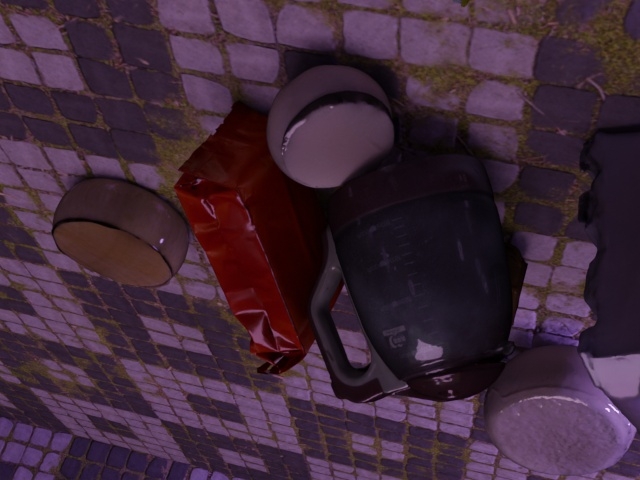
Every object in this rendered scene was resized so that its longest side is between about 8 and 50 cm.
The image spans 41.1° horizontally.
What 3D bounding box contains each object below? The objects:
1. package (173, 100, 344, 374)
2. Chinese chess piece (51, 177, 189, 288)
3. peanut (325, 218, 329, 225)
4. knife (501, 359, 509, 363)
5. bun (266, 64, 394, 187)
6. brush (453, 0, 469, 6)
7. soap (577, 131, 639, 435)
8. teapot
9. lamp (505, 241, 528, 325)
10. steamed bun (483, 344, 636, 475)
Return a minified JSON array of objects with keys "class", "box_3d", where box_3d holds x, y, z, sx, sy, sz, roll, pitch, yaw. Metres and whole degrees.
[{"class":"package","box_3d":[-0.075,0.013,1.297,0.123,0.196,0.424,2,128,28]},{"class":"Chinese chess piece","box_3d":[-0.377,-0.010,1.616,0.257,0.104,0.257,14,150,8]},{"class":"peanut","box_3d":[0.000,0.000,1.441,0.214,0.099,0.099,17,151,11]},{"class":"knife","box_3d":[0.386,0.270,1.743,0.265,0.041,0.073,12,139,10]},{"class":"bun","box_3d":[0.006,-0.160,1.135,0.172,0.120,0.173,-13,139,-12]},{"class":"brush","box_3d":[0.164,-0.291,0.932,0.021,0.019,0.083,26,153,4]},{"class":"soap","box_3d":[0.506,0.099,1.106,0.213,0.350,0.435,-13,140,31]},{"class":"teapot","box_3d":[0.117,0.078,1.195,0.315,0.312,0.233,-21,162,29]},{"class":"lamp","box_3d":[0.230,0.068,1.370,0.185,0.161,0.161,11,150,16]},{"class":"steamed bun","box_3d":[0.451,0.306,1.612,0.283,0.177,0.283,9,133,10]}]
